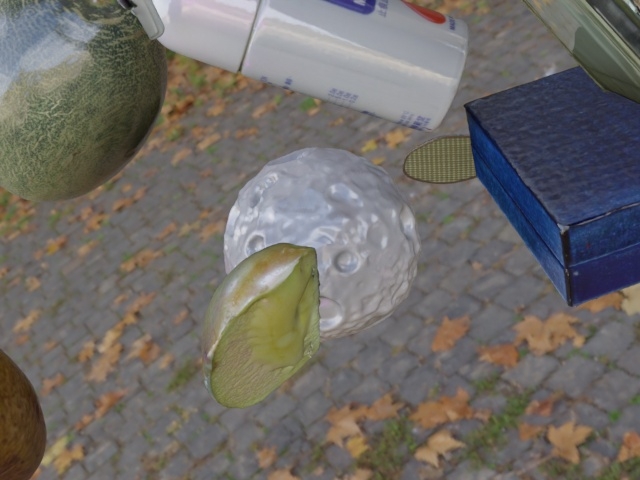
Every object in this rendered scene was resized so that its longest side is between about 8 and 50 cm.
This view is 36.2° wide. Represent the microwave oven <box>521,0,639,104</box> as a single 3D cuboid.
[{"bbox_3d":[0.205,-0.316,0.712,0.247,0.394,0.333,-43,9,13],"label":"microwave oven"}]

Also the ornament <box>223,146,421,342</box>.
[{"bbox_3d":[0.000,0.000,1.647,0.337,0.337,0.337,-26,24,13],"label":"ornament"}]

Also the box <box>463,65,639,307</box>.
[{"bbox_3d":[0.331,-0.086,1.027,0.278,0.116,0.261,-20,36,-2],"label":"box"}]

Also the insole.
[{"bbox_3d":[0.250,-0.126,1.486,0.253,0.086,0.005,-4,35,-4],"label":"insole"}]

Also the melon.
[{"bbox_3d":[-0.319,-0.186,1.206,0.329,0.248,0.249,-58,1,43],"label":"melon"}]

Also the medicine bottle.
[{"bbox_3d":[-0.020,-0.224,1.050,0.130,0.340,0.130,-164,90,-83],"label":"medicine bottle"}]

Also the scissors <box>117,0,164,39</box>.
[{"bbox_3d":[-0.191,-0.255,0.888,0.101,0.204,0.027,-9,60,17],"label":"scissors"}]

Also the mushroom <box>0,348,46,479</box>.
[{"bbox_3d":[-0.416,0.191,0.877,0.345,0.345,0.260,-16,58,31],"label":"mushroom"}]

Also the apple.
[{"bbox_3d":[-0.096,0.114,1.306,0.193,0.265,0.120,-38,61,-23],"label":"apple"}]
